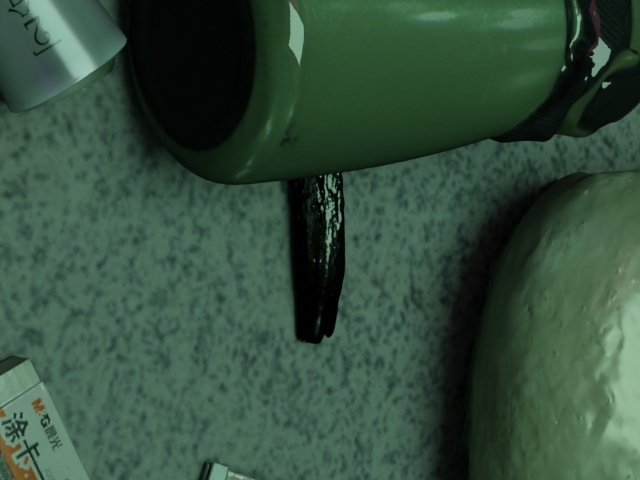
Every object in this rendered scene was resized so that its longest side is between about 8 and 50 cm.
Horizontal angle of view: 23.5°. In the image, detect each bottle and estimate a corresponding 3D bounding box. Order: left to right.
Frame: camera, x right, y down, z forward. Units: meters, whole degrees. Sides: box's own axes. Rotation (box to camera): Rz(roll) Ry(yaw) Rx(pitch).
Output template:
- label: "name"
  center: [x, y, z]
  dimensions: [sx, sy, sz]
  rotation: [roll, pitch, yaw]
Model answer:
- label: "bottle"
  center: [0.064, -0.130, 0.949]
  dimensions: [0.347, 0.168, 0.168]
  rotation: [-8, 97, -36]

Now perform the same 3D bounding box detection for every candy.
- label: "candy"
  center: [0.264, 0.142, 1.114]
  dimensions: [0.386, 0.186, 0.427]
  rotation: [16, 86, -41]

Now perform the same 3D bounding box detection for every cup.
- label: "cup"
  center: [-0.177, -0.124, 0.839]
  dimensions: [0.104, 0.074, 0.116]
  rotation: [-33, 109, -1]

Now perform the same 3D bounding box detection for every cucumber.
- label: "cucumber"
  center: [0.001, 0.000, 0.993]
  dimensions: [0.033, 0.034, 0.135]
  rotation: [-10, 98, -42]

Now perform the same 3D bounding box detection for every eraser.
- label: "eraser"
  center: [-0.166, 0.130, 0.873]
  dimensions: [0.052, 0.029, 0.122]
  rotation: [-32, 111, -32]

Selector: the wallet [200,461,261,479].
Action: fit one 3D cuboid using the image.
- label: "wallet"
  center: [-0.051, 0.245, 0.943]
  dimensions: [0.103, 0.020, 0.196]
  rotation: [22, 71, -18]
